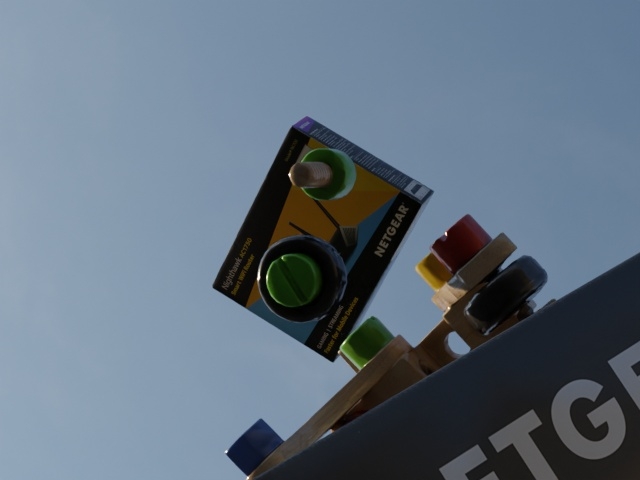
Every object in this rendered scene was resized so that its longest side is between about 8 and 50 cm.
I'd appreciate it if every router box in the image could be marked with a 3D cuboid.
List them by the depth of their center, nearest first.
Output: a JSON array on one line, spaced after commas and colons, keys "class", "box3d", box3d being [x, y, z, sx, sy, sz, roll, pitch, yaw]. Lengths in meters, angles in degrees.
[{"class": "router box", "box3d": [0.049, 0.100, 0.547, 0.081, 0.309, 0.243, 58, -30, 10]}, {"class": "router box", "box3d": [0.000, 0.000, 1.264, 0.133, 0.046, 0.179, 31, -64, 8]}]

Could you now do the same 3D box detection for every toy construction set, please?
[{"class": "toy construction set", "box3d": [0.113, 0.106, 1.002, 0.309, 0.237, 0.257, 22, -81, 17]}]
